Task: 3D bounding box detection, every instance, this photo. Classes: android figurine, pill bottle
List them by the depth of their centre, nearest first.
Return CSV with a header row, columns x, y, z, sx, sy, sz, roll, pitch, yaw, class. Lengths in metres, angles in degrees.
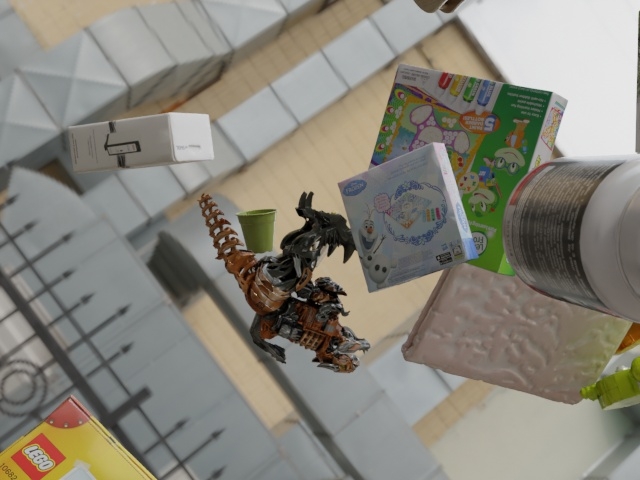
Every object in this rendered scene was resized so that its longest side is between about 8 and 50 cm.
x,y,z,sx,sy,sz,roll,pitch,yaw,class
0.302,-0.004,0.924,0.161,0.161,0.283,56,-7,-9,pill bottle
0.543,0.206,1.472,0.248,0.273,0.056,20,52,-60,android figurine

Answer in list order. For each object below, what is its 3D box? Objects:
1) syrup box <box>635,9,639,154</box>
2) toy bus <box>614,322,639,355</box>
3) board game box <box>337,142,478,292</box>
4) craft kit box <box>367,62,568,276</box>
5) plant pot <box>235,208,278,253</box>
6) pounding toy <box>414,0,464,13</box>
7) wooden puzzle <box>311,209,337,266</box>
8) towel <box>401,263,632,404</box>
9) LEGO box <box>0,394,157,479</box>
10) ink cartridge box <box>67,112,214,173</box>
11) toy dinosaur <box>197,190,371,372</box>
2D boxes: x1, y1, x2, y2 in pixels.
x,y,z,sx,sy,sz,roll,pitch,yaw,class
0.554,-0.247,1.455,0.093,0.096,0.236,171,-78,-65,syrup box
0.515,0.101,1.662,0.211,0.149,0.220,36,21,-58,toy bus
0.064,-0.016,0.707,0.090,0.020,0.090,-21,-99,34,board game box
0.184,-0.102,1.298,0.250,0.246,0.061,18,7,37,craft kit box
-0.118,-0.017,1.816,0.083,0.083,0.079,-169,-109,-65,plant pot
0.193,-0.401,1.353,0.270,0.155,0.154,14,-72,30,pounding toy
0.000,0.000,1.642,0.014,0.116,0.078,14,-56,19,wooden puzzle
0.335,0.099,1.485,0.332,0.317,0.053,17,24,-16,towel
-0.400,0.575,1.592,0.500,0.372,0.193,40,-34,17,LEGO box
-0.307,-0.169,1.637,0.148,0.203,0.085,-17,102,-69,ink cartridge box
-0.040,0.052,1.366,0.322,0.218,0.164,45,-4,-32,toy dinosaur
